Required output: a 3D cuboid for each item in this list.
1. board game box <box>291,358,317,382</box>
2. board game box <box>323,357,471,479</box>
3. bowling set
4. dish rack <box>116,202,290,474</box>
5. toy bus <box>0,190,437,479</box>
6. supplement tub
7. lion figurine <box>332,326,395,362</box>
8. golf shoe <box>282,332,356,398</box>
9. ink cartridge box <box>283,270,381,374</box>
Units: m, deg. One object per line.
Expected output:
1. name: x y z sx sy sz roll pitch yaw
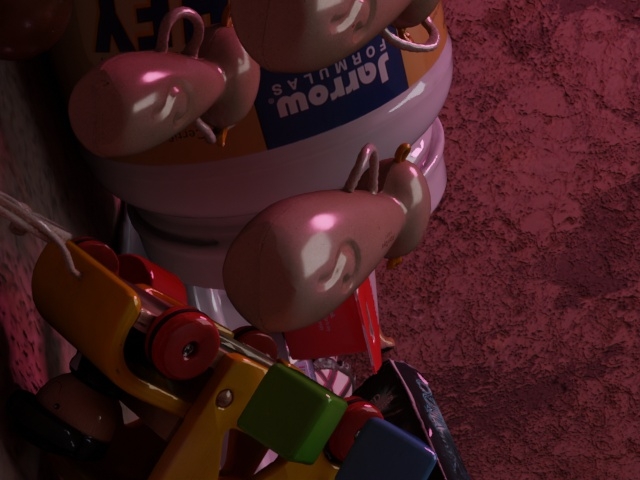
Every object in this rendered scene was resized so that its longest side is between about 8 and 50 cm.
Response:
1. board game box: -0.006 0.134 1.086 0.090 0.020 0.090 61 15 -85
2. board game box: -0.005 0.156 0.656 0.026 0.186 0.126 32 21 -32
3. bowling set: -0.045 -0.120 0.639 0.154 0.200 0.287 -30 133 -59
4. dish rack: -0.070 0.074 1.047 0.333 0.072 0.285 -102 177 -65
5. toy bus: -0.063 0.077 0.598 0.104 0.202 0.191 -59 173 -2
6. supplement tub: -0.051 -0.154 0.814 0.228 0.228 0.316 -100 176 -61
7. lion figurine: -0.029 0.022 1.628 0.392 0.142 0.240 50 18 -76
8. golf shoe: -0.034 0.154 1.385 0.273 0.105 0.120 57 34 -66
9. ink cartridge box: 0.000 0.000 1.176 0.134 0.078 0.231 75 9 -46
